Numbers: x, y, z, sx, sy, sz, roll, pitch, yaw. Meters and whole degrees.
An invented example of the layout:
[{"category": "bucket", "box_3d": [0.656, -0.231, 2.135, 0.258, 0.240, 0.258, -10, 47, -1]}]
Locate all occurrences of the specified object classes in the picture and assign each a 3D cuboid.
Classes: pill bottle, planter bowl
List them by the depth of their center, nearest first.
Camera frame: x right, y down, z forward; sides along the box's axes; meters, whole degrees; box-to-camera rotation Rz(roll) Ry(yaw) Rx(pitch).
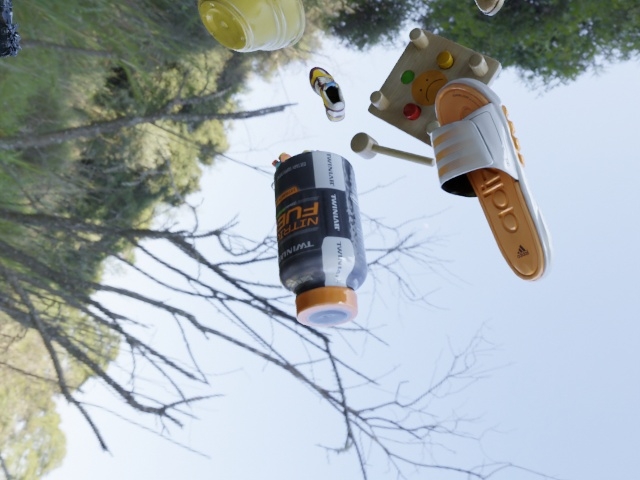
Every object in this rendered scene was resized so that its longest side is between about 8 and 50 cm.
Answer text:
[{"category": "pill bottle", "box_3d": [0.000, 0.000, 0.845, 0.130, 0.131, 0.245, -38, -132, 44]}, {"category": "planter bowl", "box_3d": [-0.141, -0.391, 0.973, 0.090, 0.217, 0.217, -55, -159, -21]}]

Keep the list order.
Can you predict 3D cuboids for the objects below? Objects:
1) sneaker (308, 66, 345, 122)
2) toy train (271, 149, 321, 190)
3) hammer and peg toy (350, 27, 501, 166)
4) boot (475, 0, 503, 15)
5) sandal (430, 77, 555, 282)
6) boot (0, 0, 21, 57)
[{"category": "sneaker", "box_3d": [0.021, -0.411, 1.532, 0.084, 0.070, 0.185, 93, -27, -66]}, {"category": "toy train", "box_3d": [-0.041, -0.171, 1.409, 0.046, 0.167, 0.125, 93, -6, -70]}, {"category": "hammer and peg toy", "box_3d": [0.255, -0.330, 1.440, 0.266, 0.127, 0.361, 35, -83, 29]}, {"category": "boot", "box_3d": [0.375, -0.762, 1.612, 0.089, 0.270, 0.236, -44, -133, 54]}, {"category": "sandal", "box_3d": [0.188, -0.071, 0.671, 0.265, 0.076, 0.102, 69, -25, 12]}, {"category": "boot", "box_3d": [-0.601, -0.384, 1.025, 0.045, 0.121, 0.099, -77, 173, -67]}]
